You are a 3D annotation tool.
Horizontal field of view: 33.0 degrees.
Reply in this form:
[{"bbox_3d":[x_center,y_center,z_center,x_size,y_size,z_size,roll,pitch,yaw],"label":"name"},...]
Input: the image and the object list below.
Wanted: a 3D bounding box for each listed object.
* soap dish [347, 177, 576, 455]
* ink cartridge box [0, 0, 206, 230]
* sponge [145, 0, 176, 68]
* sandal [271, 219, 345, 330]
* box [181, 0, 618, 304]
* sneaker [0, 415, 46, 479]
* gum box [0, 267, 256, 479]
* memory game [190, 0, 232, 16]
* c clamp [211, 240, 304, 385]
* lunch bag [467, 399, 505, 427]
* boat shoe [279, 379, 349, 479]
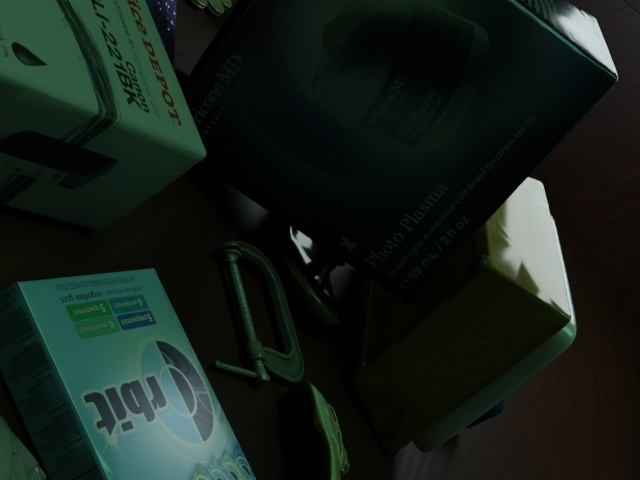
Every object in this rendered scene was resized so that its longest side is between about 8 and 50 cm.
[{"bbox_3d":[0.139,0.057,1.120,0.118,0.229,0.291,41,25,-15],"label":"soap dish"},{"bbox_3d":[-0.218,-0.135,0.703,0.273,0.114,0.197,20,43,-61],"label":"ink cartridge box"},{"bbox_3d":[-0.164,-0.220,1.002,0.210,0.031,0.117,-96,174,-48],"label":"sponge"},{"bbox_3d":[0.000,0.000,1.099,0.090,0.060,0.219,49,22,-25],"label":"sandal"},{"bbox_3d":[0.057,-0.151,1.006,0.294,0.296,0.183,34,27,-11],"label":"box"},{"bbox_3d":[-0.152,0.171,0.444,0.115,0.105,0.281,44,25,-35],"label":"sneaker"},{"bbox_3d":[-0.121,0.110,0.692,0.184,0.041,0.157,64,20,9],"label":"gum box"},{"bbox_3d":[-0.166,-0.340,1.254,0.186,0.012,0.186,47,24,-28],"label":"memory game"},{"bbox_3d":[-0.057,0.060,0.940,0.137,0.022,0.161,35,31,-47],"label":"c clamp"},{"bbox_3d":[0.165,0.158,1.253,0.065,0.067,0.098,42,25,-39],"label":"lunch bag"},{"bbox_3d":[0.001,0.174,0.875,0.045,0.050,0.135,38,29,-34],"label":"boat shoe"}]
